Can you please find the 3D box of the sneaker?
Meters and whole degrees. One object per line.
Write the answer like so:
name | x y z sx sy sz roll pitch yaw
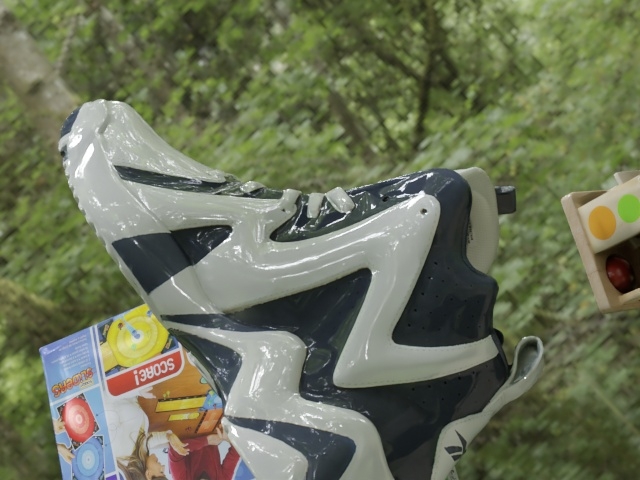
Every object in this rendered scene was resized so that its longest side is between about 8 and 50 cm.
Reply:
sneaker | 0.000 0.000 0.511 0.153 0.235 0.094 -34 -32 -6

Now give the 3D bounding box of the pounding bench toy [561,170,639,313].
pounding bench toy | 0.152 -0.006 0.494 0.083 0.052 0.065 -4 -19 -38

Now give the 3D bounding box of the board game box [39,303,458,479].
board game box | -0.043 0.086 0.592 0.201 0.136 0.035 -22 -20 24
